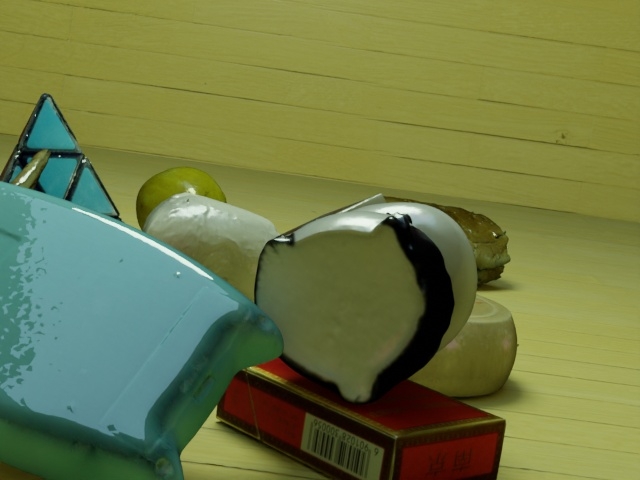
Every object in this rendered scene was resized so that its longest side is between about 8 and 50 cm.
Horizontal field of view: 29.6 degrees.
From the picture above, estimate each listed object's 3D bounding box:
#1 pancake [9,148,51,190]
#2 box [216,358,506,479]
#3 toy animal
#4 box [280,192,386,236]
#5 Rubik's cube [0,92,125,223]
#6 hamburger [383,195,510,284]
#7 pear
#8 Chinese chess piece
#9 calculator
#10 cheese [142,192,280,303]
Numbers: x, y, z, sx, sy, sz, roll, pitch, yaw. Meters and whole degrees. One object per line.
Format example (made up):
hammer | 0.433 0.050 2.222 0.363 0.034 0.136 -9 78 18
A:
pancake | -0.399 -0.009 1.425 0.031 0.250 0.250 43 4 -9
box | 0.034 0.168 1.143 0.153 0.074 0.240 -5 16 -42
toy animal | 0.052 0.048 1.154 0.187 0.165 0.235 -8 5 20
box | 0.000 0.000 1.673 0.141 0.058 0.201 -25 4 -23
Rubik's cube | -0.409 -0.023 1.719 0.229 0.228 0.233 -29 -29 -6
hamburger | 0.169 -0.002 2.167 0.309 0.132 0.211 16 9 35
pear | -0.238 -0.053 2.072 0.149 0.148 0.162 0 11 -43
Chinese chess piece | 0.114 0.113 1.474 0.251 0.097 0.251 9 9 -1
calculator | -0.242 0.064 1.030 0.386 0.054 0.256 22 48 14
cheese | -0.152 0.020 1.620 0.198 0.154 0.189 19 4 -18
